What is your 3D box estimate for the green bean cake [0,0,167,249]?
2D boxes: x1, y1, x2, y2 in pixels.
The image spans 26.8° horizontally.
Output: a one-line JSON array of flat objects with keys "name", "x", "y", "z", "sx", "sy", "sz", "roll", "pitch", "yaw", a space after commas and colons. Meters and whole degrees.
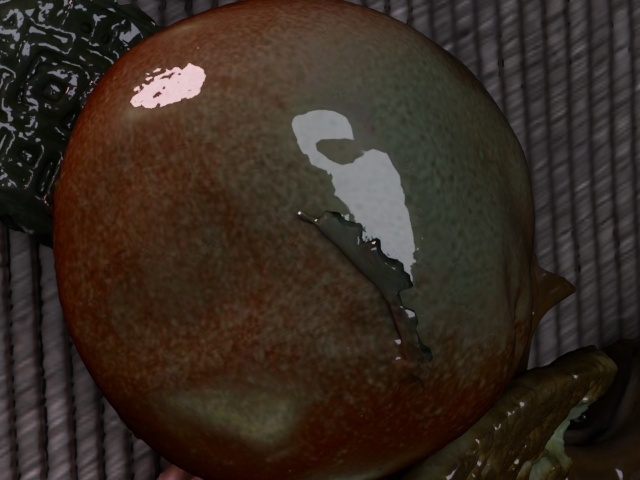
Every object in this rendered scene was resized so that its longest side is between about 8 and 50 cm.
[{"name": "green bean cake", "x": -0.191, "y": -0.094, "z": 0.895, "sx": 0.181, "sy": 0.094, "sz": 0.173, "roll": 30, "pitch": 79, "yaw": -20}]

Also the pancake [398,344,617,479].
[{"name": "pancake", "x": 0.082, "y": 0.195, "z": 0.876, "sx": 0.376, "sy": 0.054, "sz": 0.197, "roll": -39, "pitch": 138, "yaw": -29}]

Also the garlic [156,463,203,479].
[{"name": "garlic", "x": -0.022, "y": 0.233, "z": 0.929, "sx": 0.214, "sy": 0.160, "sz": 0.191, "roll": 17, "pitch": 91, "yaw": -18}]

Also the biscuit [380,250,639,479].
[{"name": "biscuit", "x": 0.178, "y": 0.131, "z": 1.031, "sx": 0.366, "sy": 0.115, "sz": 0.268, "roll": 27, "pitch": 81, "yaw": -18}]

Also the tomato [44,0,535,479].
[{"name": "tomato", "x": 0.000, "y": 0.000, "z": 0.807, "sx": 0.303, "sy": 0.239, "sz": 0.303, "roll": 22, "pitch": 60, "yaw": -44}]
